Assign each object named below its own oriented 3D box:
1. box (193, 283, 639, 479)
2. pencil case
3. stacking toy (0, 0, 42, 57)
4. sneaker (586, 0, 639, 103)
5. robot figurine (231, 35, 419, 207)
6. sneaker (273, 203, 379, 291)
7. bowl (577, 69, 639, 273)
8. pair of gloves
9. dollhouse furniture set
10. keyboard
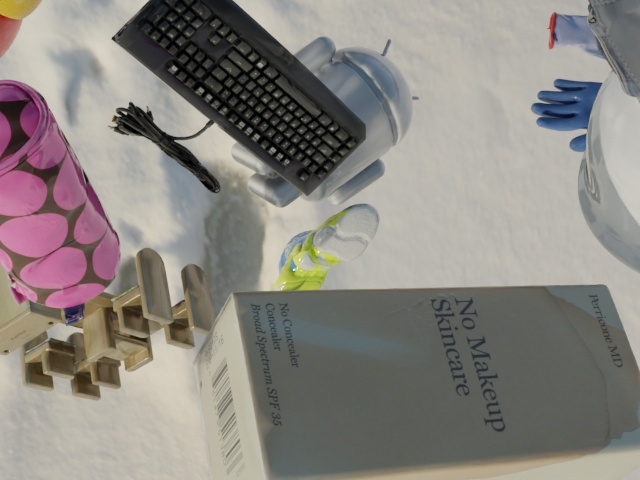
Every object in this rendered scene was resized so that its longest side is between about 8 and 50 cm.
[{"bbox_3d":[0.077,0.121,0.782,0.311,0.121,0.148,-2,60,-23],"label":"box"},{"bbox_3d":[-0.219,-0.025,0.797,0.098,0.209,0.095,-20,57,-6],"label":"pencil case"},{"bbox_3d":[-0.520,-0.413,1.598,0.480,0.350,0.351,-29,64,16],"label":"stacking toy"},{"bbox_3d":[0.165,-0.138,0.411,0.226,0.086,0.163,-42,100,-30],"label":"sneaker"},{"bbox_3d":[0.019,-0.204,1.853,0.353,0.300,0.200,-38,39,-16],"label":"robot figurine"},{"bbox_3d":[0.000,0.000,1.856,0.240,0.091,0.126,-42,31,18],"label":"sneaker"},{"bbox_3d":[0.343,-0.110,0.859,0.297,0.134,0.298,-16,41,15],"label":"bowl"},{"bbox_3d":[0.318,-0.180,1.161,0.159,0.023,0.198,6,65,17],"label":"pair of gloves"},{"bbox_3d":[-0.285,0.060,1.258,0.212,0.242,0.161,-30,58,27],"label":"dollhouse furniture set"},{"bbox_3d":[-0.107,-0.144,1.201,0.201,0.317,0.033,-41,38,15],"label":"keyboard"}]
